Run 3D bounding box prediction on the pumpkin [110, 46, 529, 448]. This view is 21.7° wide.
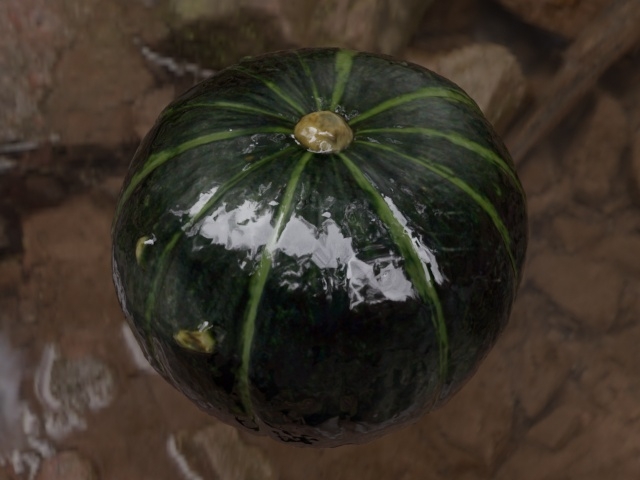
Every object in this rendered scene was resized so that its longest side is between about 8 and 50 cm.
[{"bbox_3d":[0.000,0.000,1.250,0.323,0.241,0.323,-4,40,3],"label":"pumpkin"}]
